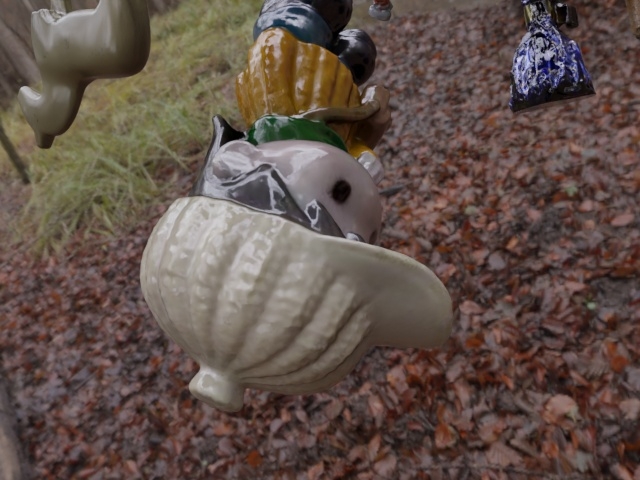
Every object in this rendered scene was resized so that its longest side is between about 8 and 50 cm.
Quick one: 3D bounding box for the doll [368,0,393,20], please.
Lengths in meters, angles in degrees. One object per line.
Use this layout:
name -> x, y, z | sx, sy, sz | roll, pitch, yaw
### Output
doll -> 0.060, -0.348, 0.670 | 0.079, 0.180, 0.094 | 0, 50, 21

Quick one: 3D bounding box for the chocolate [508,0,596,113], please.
chocolate -> 0.347, -0.369, 0.894 | 0.148, 0.344, 0.126 | -2, -4, -26

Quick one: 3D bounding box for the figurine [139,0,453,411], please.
figurine -> -0.032, -0.041, 0.452 | 0.204, 0.185, 0.332 | -22, 54, 17

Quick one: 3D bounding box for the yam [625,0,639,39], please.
yam -> 0.671, -0.553, 1.223 | 0.056, 0.241, 0.057 | -14, 3, 1

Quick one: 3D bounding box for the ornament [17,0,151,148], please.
ornament -> -0.308, -0.242, 0.718 | 0.230, 0.245, 0.061 | 2, 7, 29
